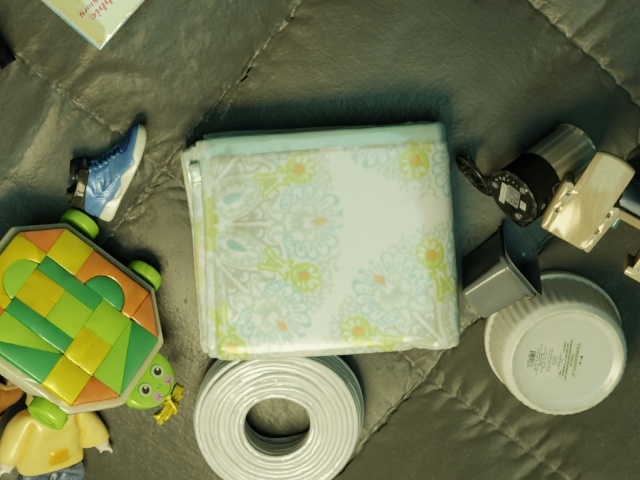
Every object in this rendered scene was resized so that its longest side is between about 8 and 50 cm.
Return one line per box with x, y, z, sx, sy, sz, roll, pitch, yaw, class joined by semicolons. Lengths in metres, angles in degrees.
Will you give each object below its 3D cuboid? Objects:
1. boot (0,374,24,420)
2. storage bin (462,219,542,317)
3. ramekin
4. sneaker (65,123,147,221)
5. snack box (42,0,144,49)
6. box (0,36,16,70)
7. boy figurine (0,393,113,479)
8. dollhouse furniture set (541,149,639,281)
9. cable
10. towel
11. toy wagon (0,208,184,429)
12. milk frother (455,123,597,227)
-0.539;0.236;1.600;0.109;0.283;0.220;39;114;16;boot
0.257;0.051;1.620;0.091;0.135;0.098;-36;106;22;storage bin
0.350;0.158;1.664;0.207;0.109;0.207;0;109;-1;ramekin
-0.305;-0.105;1.585;0.085;0.058;0.152;22;114;-17;sneaker
-0.252;-0.429;1.475;0.187;0.060;0.322;42;103;-13;snack box
-0.542;-0.299;1.457;0.143;0.165;0.270;-29;107;8;box
-0.394;0.305;1.697;0.177;0.092;0.285;-2;116;-28;boy figurine
0.469;-0.081;1.504;0.286;0.303;0.198;29;114;0;dollhouse furniture set
-0.060;0.264;1.700;0.257;0.089;0.257;42;103;-14;cable
0.000;0.000;1.585;0.375;0.090;0.320;-4;96;3;towel
-0.323;0.129;1.576;0.344;0.068;0.267;39;60;-13;toy wagon
0.284;-0.105;1.585;0.135;0.129;0.143;-35;76;-25;milk frother
